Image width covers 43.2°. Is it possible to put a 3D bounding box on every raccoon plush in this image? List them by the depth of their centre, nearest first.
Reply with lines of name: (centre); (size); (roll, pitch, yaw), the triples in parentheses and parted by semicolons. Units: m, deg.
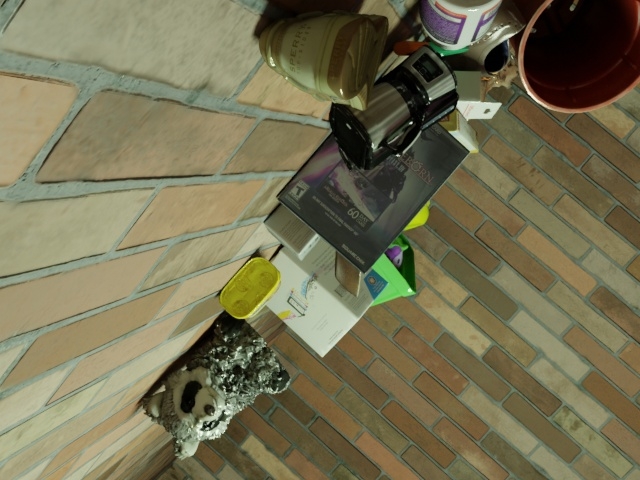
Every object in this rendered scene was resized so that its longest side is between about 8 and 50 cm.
raccoon plush: (-0.244, 0.347, 1.870); (0.299, 0.216, 0.446); (-40, 172, -12)

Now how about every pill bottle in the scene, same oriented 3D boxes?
pill bottle: (0.192, -0.331, 1.111); (0.108, 0.108, 0.193); (-49, 174, -3)

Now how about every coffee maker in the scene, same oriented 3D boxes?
coffee maker: (0.109, -0.202, 1.243); (0.178, 0.120, 0.171); (-35, -172, -11)

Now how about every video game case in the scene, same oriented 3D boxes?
video game case: (0.090, -0.109, 1.355); (0.274, 0.196, 0.026); (-49, -174, 1)

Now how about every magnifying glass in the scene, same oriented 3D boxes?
magnifying glass: (0.178, -0.319, 1.340); (0.092, 0.026, 0.231); (-4, -169, 29)

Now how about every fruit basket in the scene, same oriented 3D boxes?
fruit basket: (0.188, -0.036, 2.146); (0.392, 0.283, 0.392); (-36, -168, 9)

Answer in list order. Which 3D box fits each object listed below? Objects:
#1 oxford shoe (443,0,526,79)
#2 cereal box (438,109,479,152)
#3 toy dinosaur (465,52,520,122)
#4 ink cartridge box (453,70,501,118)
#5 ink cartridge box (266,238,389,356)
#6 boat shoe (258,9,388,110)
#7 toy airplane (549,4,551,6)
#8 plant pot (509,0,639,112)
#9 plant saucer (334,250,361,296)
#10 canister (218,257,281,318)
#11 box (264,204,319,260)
oxford shoe: (0.270, -0.335, 1.530); (0.130, 0.133, 0.363); (-47, 174, -19)
cereal box: (0.206, -0.206, 1.583); (0.240, 0.173, 0.047); (12, 77, -70)
toy dinosaur: (0.355, -0.388, 1.947); (0.296, 0.127, 0.200); (-11, 136, -61)
ink cartridge box: (0.235, -0.269, 1.492); (0.104, 0.181, 0.061); (88, 4, -82)
ink cartridge box: (-0.004, 0.106, 1.857); (0.168, 0.233, 0.171); (-51, 174, 40)
boat shoe: (0.013, -0.198, 0.849); (0.285, 0.089, 0.104); (-32, 136, -79)
toy airplane: (0.704, -0.612, 1.739); (0.384, 0.386, 0.272); (-48, -174, -19)
plant pot: (0.471, -0.430, 1.556); (0.272, 0.272, 0.265); (-52, -151, 27)
plant saucer: (0.056, -0.049, 1.526); (0.310, 0.050, 0.310); (3, 90, -88)
canister: (-0.136, 0.099, 1.628); (0.126, 0.073, 0.170); (-48, 176, -5)
box: (-0.035, -0.032, 1.452); (0.101, 0.087, 0.102); (-48, 175, -6)
